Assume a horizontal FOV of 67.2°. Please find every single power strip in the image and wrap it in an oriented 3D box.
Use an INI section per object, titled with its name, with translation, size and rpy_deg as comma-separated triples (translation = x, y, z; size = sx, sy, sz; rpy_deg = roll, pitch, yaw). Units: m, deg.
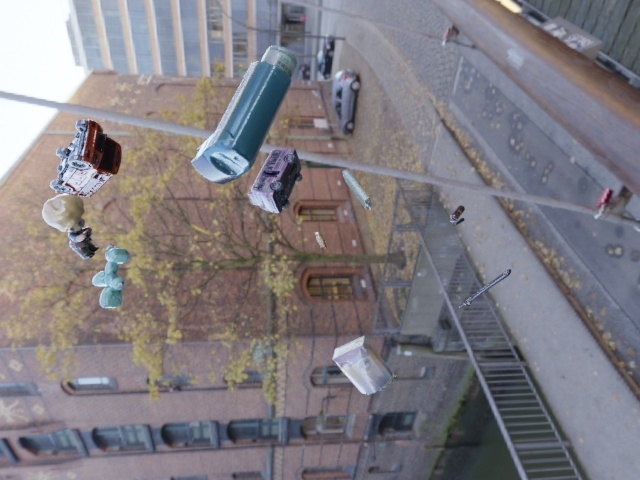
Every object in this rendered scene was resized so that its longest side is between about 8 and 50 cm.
[power strip]
translation = 0.099, -0.129, 1.255
size = 0.136, 0.019, 0.051
rpy_deg = 57, 175, 31

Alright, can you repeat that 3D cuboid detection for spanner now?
[spanner]
translation = 0.447, 0.134, 1.318
size = 0.046, 0.012, 0.208
rpy_deg = -48, -4, -44

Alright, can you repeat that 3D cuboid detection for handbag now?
[handbag]
translation = 0.129, 0.370, 1.397
size = 0.173, 0.117, 0.095
rpy_deg = 52, -154, -16

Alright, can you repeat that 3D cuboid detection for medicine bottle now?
[medicine bottle]
translation = -0.126, -0.224, 0.857
size = 0.124, 0.079, 0.258
rpy_deg = 0, 62, 55

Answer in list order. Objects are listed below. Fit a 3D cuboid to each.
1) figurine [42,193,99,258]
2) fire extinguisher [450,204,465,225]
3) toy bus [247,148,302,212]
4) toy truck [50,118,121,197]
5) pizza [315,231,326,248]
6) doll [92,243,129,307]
[figurine]
translation = -0.695, -0.038, 1.363
size = 0.114, 0.108, 0.196
rpy_deg = -86, -23, -60
[fire extinguisher]
translation = 0.431, -0.070, 1.521
size = 0.100, 0.032, 0.046
rpy_deg = -42, -47, -43
[toy bus]
translation = -0.131, -0.182, 1.445
size = 0.096, 0.108, 0.199
rpy_deg = 71, -146, -50
[toy truck]
translation = -0.560, -0.188, 1.159
size = 0.253, 0.114, 0.107
rpy_deg = -19, 63, 46
[pizza]
translation = 0.000, 0.000, 1.471
size = 0.083, 0.016, 0.037
rpy_deg = -120, 20, -46
[doll]
translation = -0.585, 0.089, 1.356
size = 0.158, 0.059, 0.159
rpy_deg = -52, 50, 25
